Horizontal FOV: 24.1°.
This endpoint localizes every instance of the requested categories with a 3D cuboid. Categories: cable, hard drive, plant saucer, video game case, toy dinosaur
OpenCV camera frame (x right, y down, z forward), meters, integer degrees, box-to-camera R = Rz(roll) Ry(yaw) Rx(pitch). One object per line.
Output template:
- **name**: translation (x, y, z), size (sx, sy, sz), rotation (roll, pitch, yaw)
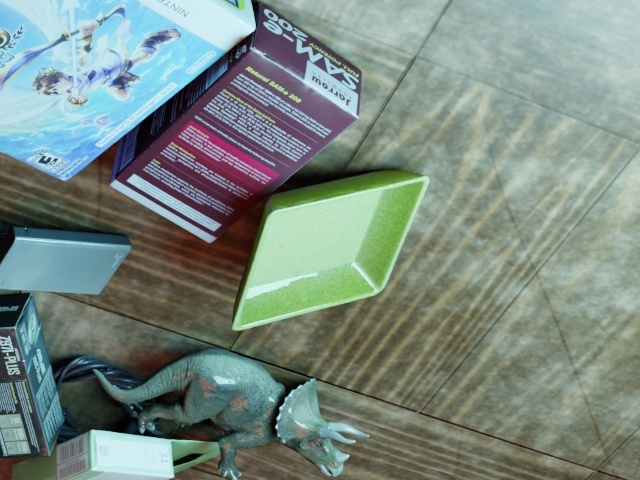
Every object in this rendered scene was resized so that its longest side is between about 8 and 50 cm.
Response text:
- **cable**: translation (-0.272, 0.208, 1.829), size (0.151, 0.047, 0.184), rotation (0, 136, 7)
- **hard drive**: translation (-0.284, 0.022, 1.617), size (0.135, 0.022, 0.094), rotation (5, 142, -34)
- **plant saucer**: translation (0.000, 0.000, 1.535), size (0.188, 0.045, 0.188), rotation (-13, 144, -28)
- **video game case**: translation (-0.238, -0.183, 1.337), size (0.269, 0.061, 0.244), rotation (-35, 139, 27)
- **toy dinosaur**: translation (-0.113, 0.183, 1.761), size (0.314, 0.121, 0.160), rotation (32, 119, -18)

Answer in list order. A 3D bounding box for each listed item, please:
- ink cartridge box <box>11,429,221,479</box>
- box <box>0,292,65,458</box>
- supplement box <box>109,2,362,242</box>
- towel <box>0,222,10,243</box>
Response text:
- **ink cartridge box**: translation (-0.232, 0.285, 1.826), size (0.235, 0.056, 0.171), rotation (15, 149, -42)
- **box**: translation (-0.392, 0.159, 1.731), size (0.147, 0.077, 0.180), rotation (-5, 118, 9)
- **supplement box**: translation (-0.084, -0.109, 1.454), size (0.130, 0.073, 0.239), rotation (31, 132, -26)
- **towel**: translation (-0.541, 0.057, 1.596), size (0.370, 0.040, 0.271), rotation (-26, 162, 27)
